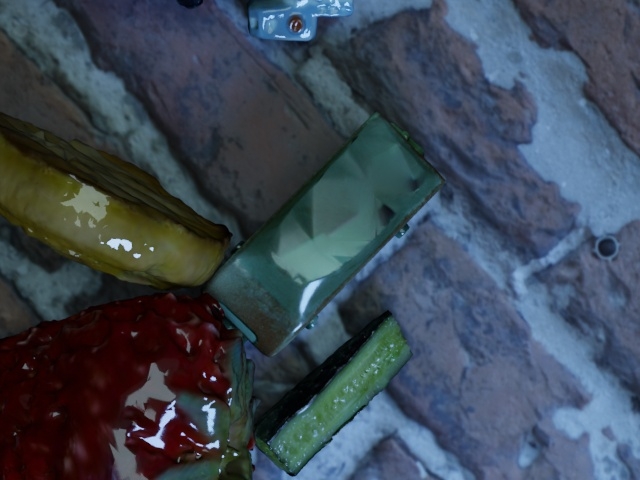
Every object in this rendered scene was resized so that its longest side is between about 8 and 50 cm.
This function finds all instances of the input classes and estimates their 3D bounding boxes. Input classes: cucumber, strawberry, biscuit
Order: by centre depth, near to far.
[{"bbox_3d":[-0.241,0.204,1.287,0.345,0.295,0.317,1,120,9],"label":"strawberry"},{"bbox_3d":[-0.240,-0.035,1.290,0.296,0.296,0.102,29,94,-4],"label":"biscuit"},{"bbox_3d":[0.012,0.169,1.423,0.211,0.062,0.078,-45,125,-15],"label":"cucumber"}]

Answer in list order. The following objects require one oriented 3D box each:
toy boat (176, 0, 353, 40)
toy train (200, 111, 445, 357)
[{"bbox_3d":[-0.113,-0.298,1.418,0.331,0.145,0.133,1,112,-7],"label":"toy boat"},{"bbox_3d":[0.000,0.000,1.387,0.129,0.159,0.326,45,82,1],"label":"toy train"}]
